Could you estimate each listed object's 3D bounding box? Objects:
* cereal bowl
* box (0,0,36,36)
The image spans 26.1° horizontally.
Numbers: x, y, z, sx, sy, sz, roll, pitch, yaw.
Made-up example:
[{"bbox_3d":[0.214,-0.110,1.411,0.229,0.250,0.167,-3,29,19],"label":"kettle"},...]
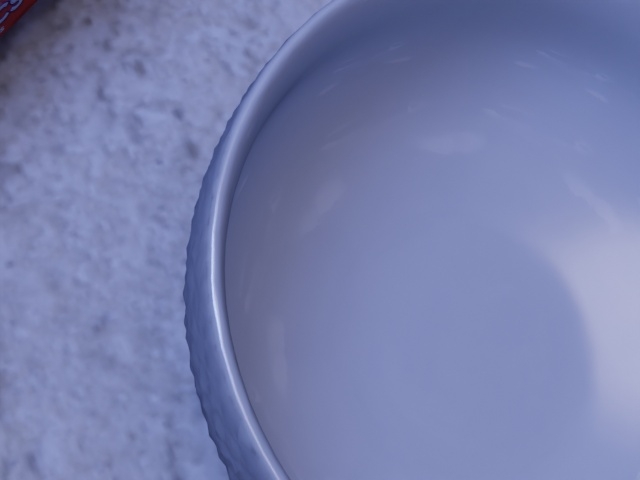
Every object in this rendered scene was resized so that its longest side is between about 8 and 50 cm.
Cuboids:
[{"bbox_3d":[0.093,0.040,0.660,0.338,0.141,0.339,6,69,-17],"label":"cereal bowl"},{"bbox_3d":[-0.222,-0.153,0.681,0.128,0.123,0.257,36,65,6],"label":"box"}]
